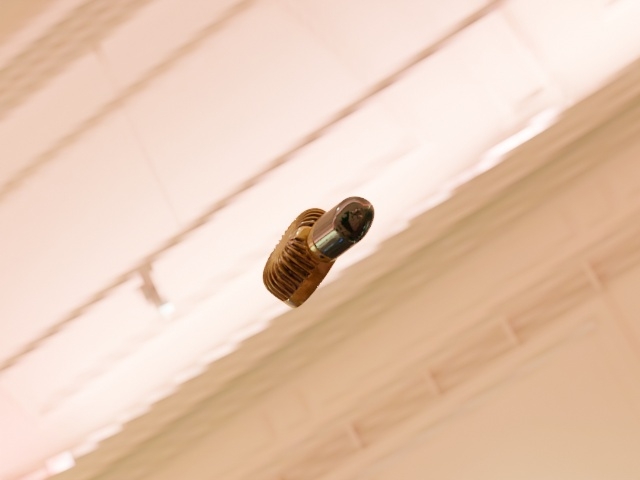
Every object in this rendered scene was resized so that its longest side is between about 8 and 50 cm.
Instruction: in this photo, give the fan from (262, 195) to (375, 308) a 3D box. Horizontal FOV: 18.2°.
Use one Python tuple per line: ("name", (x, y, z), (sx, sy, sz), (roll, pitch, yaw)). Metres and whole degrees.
("fan", (0.000, 0.000, 1.583), (0.082, 0.039, 0.155), (-61, 11, -28))
